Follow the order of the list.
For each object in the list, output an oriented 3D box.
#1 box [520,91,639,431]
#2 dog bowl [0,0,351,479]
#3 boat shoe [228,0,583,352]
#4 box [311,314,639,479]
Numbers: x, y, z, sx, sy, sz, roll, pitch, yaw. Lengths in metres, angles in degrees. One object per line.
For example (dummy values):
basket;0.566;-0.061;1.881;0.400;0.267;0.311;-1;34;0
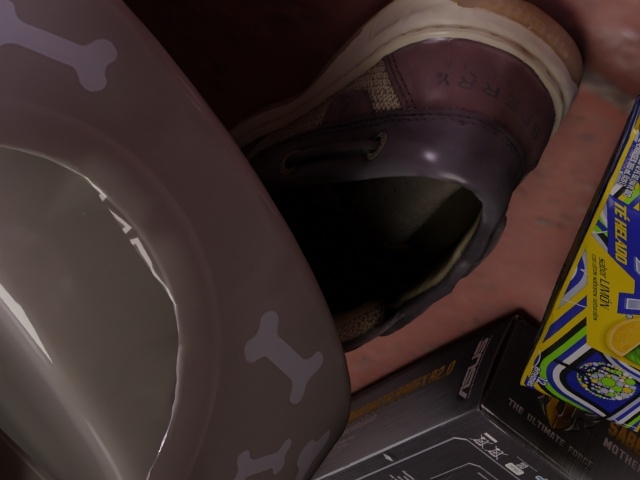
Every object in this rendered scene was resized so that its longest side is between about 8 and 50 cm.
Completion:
box;0.126;0.000;0.641;0.054;0.059;0.169;21;144;6
dog bowl;-0.127;-0.009;0.660;0.349;0.102;0.349;42;160;20
boat shoe;0.000;0.000;0.693;0.103;0.092;0.285;35;144;-12
box;0.117;0.149;0.831;0.231;0.056;0.183;38;145;-13
